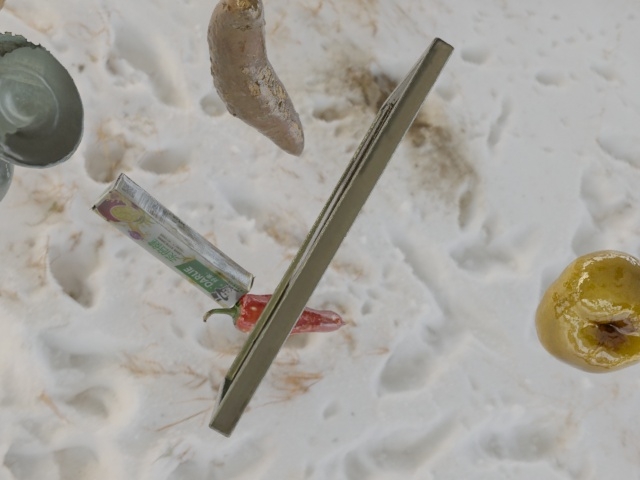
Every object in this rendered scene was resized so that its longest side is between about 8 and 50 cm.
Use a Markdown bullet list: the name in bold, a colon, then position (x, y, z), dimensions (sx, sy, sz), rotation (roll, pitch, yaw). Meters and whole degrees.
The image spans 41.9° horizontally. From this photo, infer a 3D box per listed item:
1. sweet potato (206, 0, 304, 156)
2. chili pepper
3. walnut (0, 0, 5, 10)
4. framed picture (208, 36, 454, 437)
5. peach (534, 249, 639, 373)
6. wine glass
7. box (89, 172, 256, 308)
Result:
- **sweet potato**: position (-0.102, -0.229, 1.186), dimensions (0.114, 0.341, 0.092), rotation (17, 65, 19)
- **chili pepper**: position (-0.049, 0.090, 1.004), dimensions (0.191, 0.059, 0.050), rotation (7, 66, -29)
- **walnut**: position (-0.500, -0.344, 1.118), dimensions (0.144, 0.144, 0.180), rotation (44, 40, -7)
- **framed picture**: position (0.000, 0.000, 0.631), dimensions (0.016, 0.213, 0.289), rotation (30, 85, -3)
- **peach**: position (0.381, 0.098, 1.126), dimensions (0.179, 0.179, 0.103), rotation (32, 23, -18)
- **wine glass**: position (-0.323, -0.082, 0.749), dimensions (0.126, 0.241, 0.127), rotation (21, 60, -43)
- **box**: position (-0.170, 0.005, 0.981), dimensions (0.207, 0.050, 0.041), rotation (39, 31, -21)
